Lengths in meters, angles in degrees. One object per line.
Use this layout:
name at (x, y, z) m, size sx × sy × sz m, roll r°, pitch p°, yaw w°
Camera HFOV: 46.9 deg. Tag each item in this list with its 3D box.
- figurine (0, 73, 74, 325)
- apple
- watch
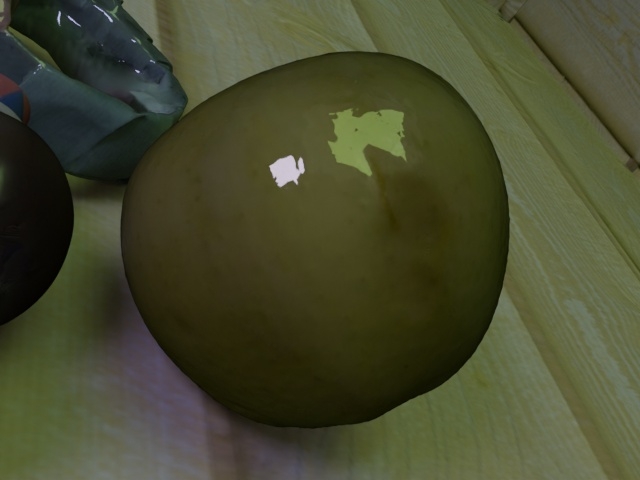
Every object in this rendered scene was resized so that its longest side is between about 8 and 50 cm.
figurine at (-0.238, -0.003, 0.434) m, size 0.158 × 0.161 × 0.276 m, roll 18°, pitch 28°, yaw -6°
apple at (0.000, 0.000, 0.564) m, size 0.292 × 0.291 × 0.254 m, roll -21°, pitch 93°, yaw -57°
watch at (-0.241, -0.172, 0.669) m, size 0.241 × 0.162 × 0.253 m, roll 21°, pitch 34°, yaw -42°
